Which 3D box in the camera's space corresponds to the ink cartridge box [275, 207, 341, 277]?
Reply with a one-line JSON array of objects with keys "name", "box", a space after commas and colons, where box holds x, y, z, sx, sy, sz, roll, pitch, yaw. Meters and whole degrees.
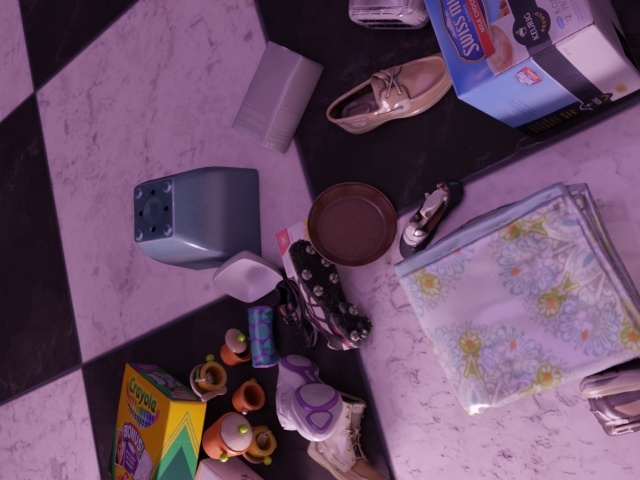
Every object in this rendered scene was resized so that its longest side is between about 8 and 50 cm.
[{"name": "ink cartridge box", "box": [0.000, 0.000, 1.554, 0.198, 0.067, 0.115, -28, 71, 30]}]

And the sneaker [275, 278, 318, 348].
[{"name": "sneaker", "box": [-0.069, 0.174, 1.582, 0.072, 0.077, 0.178, -32, 69, 31]}]

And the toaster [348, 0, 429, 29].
[{"name": "toaster", "box": [0.151, -0.546, 1.459, 0.227, 0.129, 0.146, 13, 96, 35]}]

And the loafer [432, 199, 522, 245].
[{"name": "loafer", "box": [0.295, 0.012, 1.313, 0.320, 0.112, 0.112, -35, 67, 28]}]

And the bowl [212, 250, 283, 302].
[{"name": "bowl", "box": [-0.180, 0.082, 1.644, 0.142, 0.142, 0.053, -34, 42, 30]}]

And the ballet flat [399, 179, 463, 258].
[{"name": "ballet flat", "box": [0.218, -0.045, 1.400, 0.074, 0.074, 0.203, 48, 113, 29]}]

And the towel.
[{"name": "towel", "box": [0.352, 0.107, 1.180, 0.375, 0.090, 0.320, -28, 82, 26]}]

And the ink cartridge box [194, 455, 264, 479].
[{"name": "ink cartridge box", "box": [-0.191, 0.680, 1.599, 0.283, 0.117, 0.207, 27, 102, 35]}]

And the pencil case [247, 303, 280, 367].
[{"name": "pencil case", "box": [-0.139, 0.234, 1.635, 0.070, 0.064, 0.151, -6, 80, -10]}]

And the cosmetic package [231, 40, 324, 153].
[{"name": "cosmetic package", "box": [-0.106, -0.352, 1.645, 0.127, 0.107, 0.237, 36, 104, 33]}]

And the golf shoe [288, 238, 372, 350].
[{"name": "golf shoe", "box": [-0.006, 0.130, 1.490, 0.120, 0.105, 0.272, -32, 89, 48]}]

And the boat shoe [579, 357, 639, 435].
[{"name": "boat shoe", "box": [0.608, 0.244, 1.073, 0.356, 0.132, 0.130, -21, 83, 42]}]

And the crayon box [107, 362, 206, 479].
[{"name": "crayon box", "box": [-0.431, 0.512, 1.723, 0.363, 0.106, 0.312, 9, 91, 57]}]

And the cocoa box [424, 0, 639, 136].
[{"name": "cocoa box", "box": [0.368, -0.350, 1.147, 0.228, 0.347, 0.231, -24, 72, 33]}]

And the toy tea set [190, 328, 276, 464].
[{"name": "toy tea set", "box": [-0.193, 0.364, 1.584, 0.124, 0.200, 0.335, -36, 60, 37]}]

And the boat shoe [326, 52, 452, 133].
[{"name": "boat shoe", "box": [0.151, -0.322, 1.455, 0.303, 0.098, 0.109, -20, 74, 33]}]

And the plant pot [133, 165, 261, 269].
[{"name": "plant pot", "box": [-0.326, -0.060, 1.682, 0.247, 0.252, 0.247, -8, 82, 35]}]

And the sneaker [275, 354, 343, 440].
[{"name": "sneaker", "box": [-0.030, 0.371, 1.469, 0.305, 0.114, 0.152, -130, 48, -71]}]

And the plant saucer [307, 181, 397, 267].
[{"name": "plant saucer", "box": [0.070, -0.032, 1.480, 0.199, 0.036, 0.198, -1, 73, 3]}]

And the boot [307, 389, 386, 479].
[{"name": "boot", "box": [0.072, 0.434, 1.457, 0.213, 0.077, 0.164, 21, 97, 42]}]
